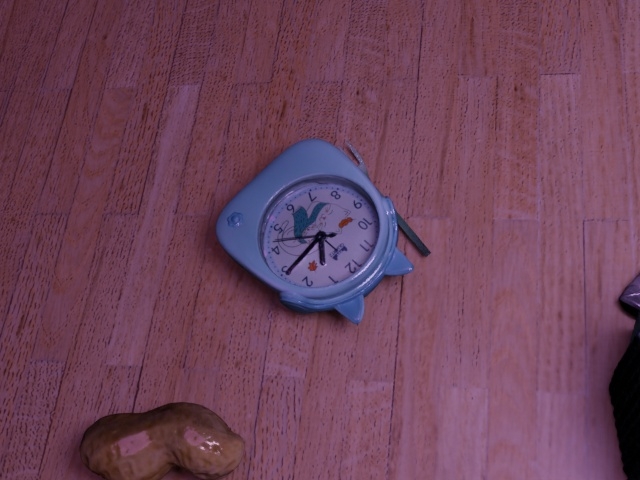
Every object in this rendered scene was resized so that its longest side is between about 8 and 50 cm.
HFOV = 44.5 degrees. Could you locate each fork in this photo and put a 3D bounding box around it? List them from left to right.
[{"bbox_3d":[0.092,-0.059,1.176,0.039,0.021,0.235,-36,64,0],"label":"fork"}]

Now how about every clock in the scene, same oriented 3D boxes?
[{"bbox_3d":[0.000,0.000,1.131,0.223,0.094,0.274,-42,66,-7],"label":"clock"}]

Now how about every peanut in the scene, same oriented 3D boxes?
[{"bbox_3d":[-0.214,0.274,1.053,0.229,0.098,0.103,-9,105,10],"label":"peanut"}]

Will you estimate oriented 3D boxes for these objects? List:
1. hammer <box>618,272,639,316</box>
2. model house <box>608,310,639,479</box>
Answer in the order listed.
[{"bbox_3d":[0.548,-0.061,1.056,0.152,0.044,0.427,34,77,25],"label":"hammer"},{"bbox_3d":[0.428,0.190,0.844,0.226,0.261,0.241,23,72,22],"label":"model house"}]
